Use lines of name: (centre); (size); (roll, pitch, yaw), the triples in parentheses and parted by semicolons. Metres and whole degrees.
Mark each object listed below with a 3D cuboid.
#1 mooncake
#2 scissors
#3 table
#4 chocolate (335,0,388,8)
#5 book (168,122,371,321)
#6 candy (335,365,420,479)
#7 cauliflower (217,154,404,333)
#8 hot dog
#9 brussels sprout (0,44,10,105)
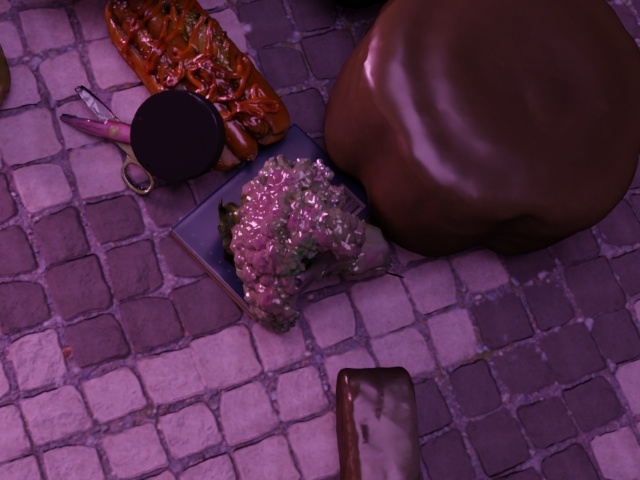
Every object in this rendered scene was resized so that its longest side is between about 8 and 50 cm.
mooncake: (0.247, -0.194, 1.720); (0.467, 0.262, 0.466); (6, 68, -15)
scissors: (-0.302, -0.164, 1.719); (0.187, 0.020, 0.133); (31, 98, 11)
table: (-0.207, -0.152, 1.669); (0.134, 0.043, 0.133); (1, 96, 8)
chocolate: (0.116, -0.438, 1.789); (0.224, 0.206, 0.177); (-36, 50, -22)
book: (-0.067, -0.032, 1.735); (0.191, 0.025, 0.269); (44, 69, 8)
candy: (0.079, 0.293, 1.603); (0.104, 0.102, 0.233); (0, 69, -11)
cauliflower: (0.000, 0.000, 1.634); (0.316, 0.239, 0.256); (10, 42, -25)
hot dog: (-0.190, -0.265, 1.744); (0.158, 0.117, 0.348); (-34, 80, -16)
brussels sprout: (-0.529, -0.256, 1.677); (0.152, 0.122, 0.149); (32, 71, 3)
